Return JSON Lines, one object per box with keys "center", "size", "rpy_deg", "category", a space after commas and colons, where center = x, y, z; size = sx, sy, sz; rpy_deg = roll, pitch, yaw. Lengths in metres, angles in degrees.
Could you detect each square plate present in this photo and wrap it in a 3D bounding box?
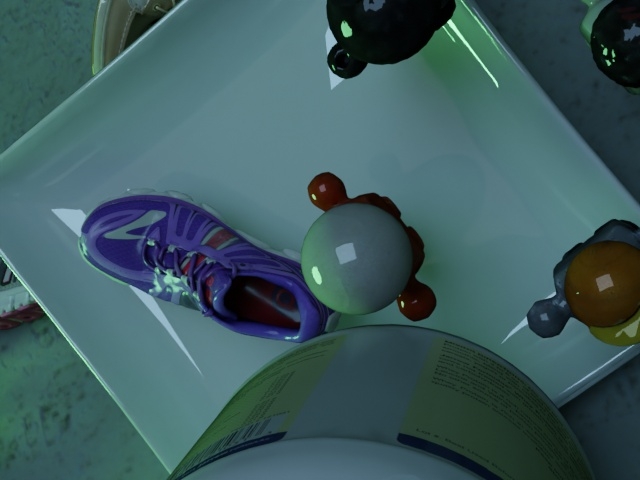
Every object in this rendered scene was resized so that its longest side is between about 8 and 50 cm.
{"center": [0.000, 0.000, 0.892], "size": [0.344, 0.049, 0.347], "rpy_deg": [-38, 88, 13], "category": "square plate"}

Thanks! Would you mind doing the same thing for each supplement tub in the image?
{"center": [0.029, 0.174, 0.713], "size": [0.235, 0.325, 0.235], "rpy_deg": [1, 99, 9], "category": "supplement tub"}

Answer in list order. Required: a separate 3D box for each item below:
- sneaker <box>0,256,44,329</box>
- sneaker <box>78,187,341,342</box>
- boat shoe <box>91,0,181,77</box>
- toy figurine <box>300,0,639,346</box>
{"center": [-0.195, 0.008, 1.017], "size": [0.170, 0.063, 0.075], "rpy_deg": [-22, 78, 24], "category": "sneaker"}
{"center": [-0.069, 0.016, 0.846], "size": [0.170, 0.071, 0.068], "rpy_deg": [18, 99, 10], "category": "sneaker"}
{"center": [-0.123, -0.189, 1.028], "size": [0.059, 0.063, 0.170], "rpy_deg": [16, 92, 2], "category": "boat shoe"}
{"center": [0.098, -0.052, 0.766], "size": [0.209, 0.148, 0.213], "rpy_deg": [9, 97, 9], "category": "toy figurine"}
